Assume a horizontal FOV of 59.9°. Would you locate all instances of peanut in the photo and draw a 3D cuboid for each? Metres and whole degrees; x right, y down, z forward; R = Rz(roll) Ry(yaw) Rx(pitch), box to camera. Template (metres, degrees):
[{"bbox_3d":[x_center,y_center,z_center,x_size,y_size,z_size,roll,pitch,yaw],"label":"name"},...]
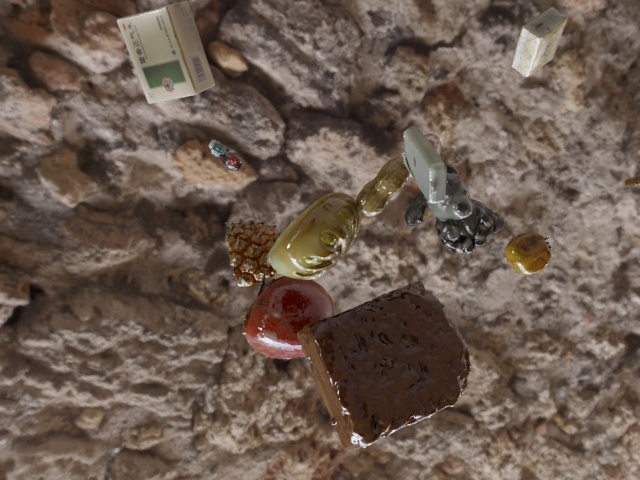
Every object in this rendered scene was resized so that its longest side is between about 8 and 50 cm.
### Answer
[{"bbox_3d":[0.169,-0.144,1.474,0.089,0.193,0.089,36,-156,-19],"label":"peanut"}]

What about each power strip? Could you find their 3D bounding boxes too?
[{"bbox_3d":[0.195,-0.145,1.057,0.035,0.081,0.192,-10,-145,-4],"label":"power strip"}]

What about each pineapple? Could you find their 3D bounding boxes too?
[{"bbox_3d":[-0.207,-0.010,2.126,0.286,0.209,0.344,-13,-148,-2],"label":"pineapple"}]

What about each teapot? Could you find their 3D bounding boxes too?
[{"bbox_3d":[0.294,-0.260,1.687,0.116,0.159,0.245,37,-165,-7],"label":"teapot"}]

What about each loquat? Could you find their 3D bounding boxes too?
[{"bbox_3d":[0.620,0.035,1.655,0.137,0.137,0.113,24,-171,-7],"label":"loquat"}]

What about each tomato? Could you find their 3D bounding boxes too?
[{"bbox_3d":[-0.099,0.252,1.767,0.309,0.309,0.170,26,177,3],"label":"tomato"}]

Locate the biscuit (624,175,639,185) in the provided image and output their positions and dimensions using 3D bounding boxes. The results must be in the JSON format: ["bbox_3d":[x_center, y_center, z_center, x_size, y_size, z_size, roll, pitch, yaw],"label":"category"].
[{"bbox_3d":[0.791,-0.152,1.321,0.130,0.019,0.119,-14,-177,45],"label":"biscuit"}]

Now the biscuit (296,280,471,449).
[{"bbox_3d":[0.176,0.308,1.427,0.343,0.395,0.166,65,160,10],"label":"biscuit"}]

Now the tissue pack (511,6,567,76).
[{"bbox_3d":[0.777,-0.701,1.977,0.092,0.148,0.196,49,169,23],"label":"tissue pack"}]

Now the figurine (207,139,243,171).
[{"bbox_3d":[-0.238,-0.215,1.388,0.106,0.047,0.060,40,171,22],"label":"figurine"}]

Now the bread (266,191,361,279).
[{"bbox_3d":[0.000,0.000,1.574,0.160,0.333,0.333,47,-169,6],"label":"bread"}]

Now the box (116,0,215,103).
[{"bbox_3d":[-0.384,-0.466,1.386,0.168,0.212,0.095,-1,-151,29],"label":"box"}]

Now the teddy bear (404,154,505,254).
[{"bbox_3d":[0.297,-0.064,1.290,0.251,0.171,0.144,38,-169,-32],"label":"teddy bear"}]
